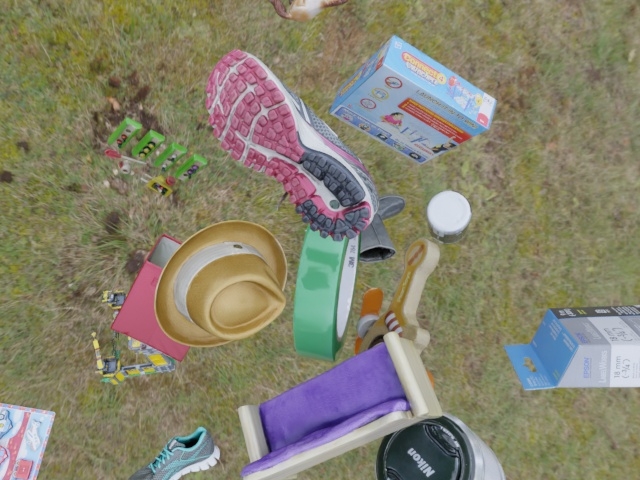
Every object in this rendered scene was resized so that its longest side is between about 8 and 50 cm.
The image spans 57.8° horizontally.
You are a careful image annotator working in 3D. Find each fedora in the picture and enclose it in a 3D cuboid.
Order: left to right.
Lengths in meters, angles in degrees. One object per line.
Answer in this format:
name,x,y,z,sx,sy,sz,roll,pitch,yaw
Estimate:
fedora,-0.108,0.069,0.732,0.194,0.079,0.195,-20,124,-32

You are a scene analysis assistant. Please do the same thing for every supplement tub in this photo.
supplement tub,0.349,-0.057,1.584,0.116,0.190,0.117,-2,77,11

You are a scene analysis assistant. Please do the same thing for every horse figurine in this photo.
horse figurine,-0.022,-0.675,1.595,0.263,0.066,0.175,-17,64,20

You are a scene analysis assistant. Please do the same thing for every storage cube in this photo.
storage cube,-0.349,0.131,1.368,0.183,0.215,0.193,28,104,-12

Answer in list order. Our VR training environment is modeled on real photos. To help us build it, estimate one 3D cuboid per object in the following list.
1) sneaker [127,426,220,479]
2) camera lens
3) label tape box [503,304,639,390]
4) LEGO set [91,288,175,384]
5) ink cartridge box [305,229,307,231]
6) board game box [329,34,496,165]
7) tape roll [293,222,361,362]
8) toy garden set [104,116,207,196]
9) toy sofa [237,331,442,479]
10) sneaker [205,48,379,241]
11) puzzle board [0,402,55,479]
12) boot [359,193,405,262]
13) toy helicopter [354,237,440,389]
sneaker,-0.260,0.378,1.010,0.166,0.065,0.076,-20,119,-31
camera lens,0.252,0.486,1.192,0.219,0.219,0.274,-54,138,-10
label tape box,0.617,0.241,1.341,0.333,0.241,0.106,-3,103,7
LEGO set,-0.538,0.239,1.670,0.254,0.192,0.332,-1,55,6
ink cartridge box,0.000,0.000,1.353,0.048,0.083,0.028,-4,70,26
board game box,0.223,-0.336,1.465,0.308,0.302,0.086,26,71,-17
tape roll,0.020,0.079,1.167,0.077,0.321,0.322,9,87,10
toy garden set,-0.470,-0.210,1.594,0.244,0.203,0.049,27,50,-33
toy sofa,0.016,0.306,1.043,0.362,0.177,0.150,-31,60,21
sneaker,-0.039,-0.129,0.798,0.120,0.112,0.299,-38,94,28
puzzle board,-0.360,0.246,0.636,0.096,0.011,0.128,12,68,-8
boot,0.163,-0.035,1.538,0.189,0.209,0.076,-18,122,-2
toy helicopter,0.160,0.163,1.232,0.140,0.235,0.355,24,83,-24
